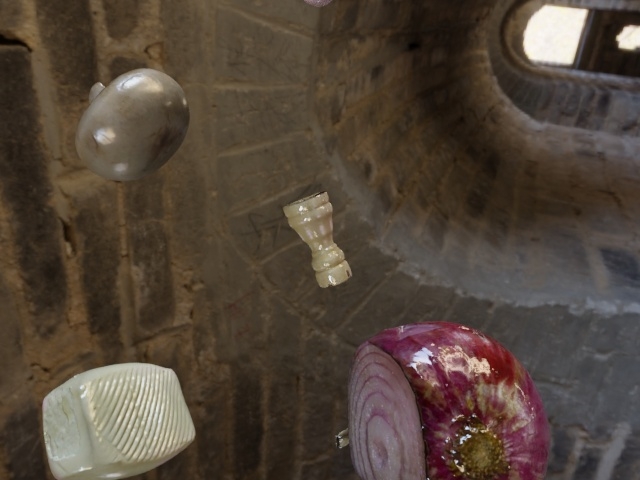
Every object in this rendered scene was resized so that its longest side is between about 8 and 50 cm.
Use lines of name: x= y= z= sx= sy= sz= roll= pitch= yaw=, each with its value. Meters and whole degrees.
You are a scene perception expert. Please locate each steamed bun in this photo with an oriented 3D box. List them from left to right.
steamed bun: x=-0.324 y=0.290 z=0.893 sx=0.239 sy=0.153 sz=0.170 roll=19 pitch=-133 yaw=-64

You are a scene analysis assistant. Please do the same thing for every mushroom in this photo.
mushroom: x=-0.349 y=-0.217 z=1.042 sx=0.226 sy=0.178 sz=0.226 roll=-42 pitch=1 yaw=1

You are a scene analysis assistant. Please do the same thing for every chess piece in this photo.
chess piece: x=0.000 y=0.000 z=0.759 sx=0.122 sy=0.066 sz=0.066 roll=69 pitch=-157 yaw=-5

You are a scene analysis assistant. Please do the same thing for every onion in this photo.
onion: x=0.172 y=0.233 z=0.736 sx=0.272 sy=0.230 sz=0.256 roll=-131 pitch=44 yaw=-68

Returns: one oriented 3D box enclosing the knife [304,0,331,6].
knife: x=0.099 y=-0.442 z=0.822 sx=0.043 sy=0.336 sz=0.081 roll=-11 pitch=-98 yaw=-53
